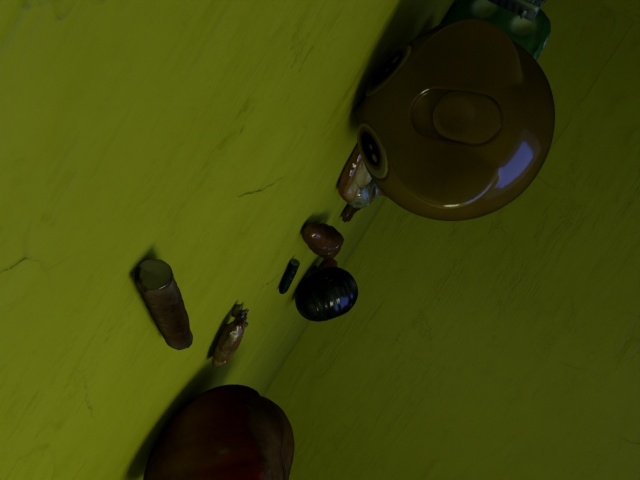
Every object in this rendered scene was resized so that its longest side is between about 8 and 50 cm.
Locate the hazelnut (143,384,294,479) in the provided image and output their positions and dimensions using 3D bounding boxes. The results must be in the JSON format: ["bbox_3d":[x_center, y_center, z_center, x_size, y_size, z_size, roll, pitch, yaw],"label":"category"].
[{"bbox_3d":[-0.231,0.523,1.149,0.359,0.359,0.409,-56,176,-11],"label":"hazelnut"}]

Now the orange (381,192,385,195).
[{"bbox_3d":[0.278,-0.255,1.732,0.224,0.170,0.224,-58,171,-14],"label":"orange"}]

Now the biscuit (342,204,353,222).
[{"bbox_3d":[0.128,-0.133,1.778,0.205,0.031,0.138,-48,167,-50],"label":"biscuit"}]

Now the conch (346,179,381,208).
[{"bbox_3d":[0.124,-0.154,1.461,0.173,0.106,0.116,31,72,-68],"label":"conch"}]

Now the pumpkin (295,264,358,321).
[{"bbox_3d":[0.017,0.191,1.791,0.250,0.216,0.250,-25,168,-6],"label":"pumpkin"}]

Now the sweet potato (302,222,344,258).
[{"bbox_3d":[0.015,0.000,1.389,0.354,0.106,0.095,64,25,-81],"label":"sweet potato"}]

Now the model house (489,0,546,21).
[{"bbox_3d":[0.418,-0.622,1.024,0.198,0.224,0.215,-50,168,-45],"label":"model house"}]

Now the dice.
[{"bbox_3d":[0.499,-0.560,1.465,0.297,0.300,0.287,-57,170,-4],"label":"dice"}]

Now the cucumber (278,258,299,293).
[{"bbox_3d":[-0.093,0.109,1.382,0.032,0.032,0.133,-47,166,-51],"label":"cucumber"}]

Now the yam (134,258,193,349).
[{"bbox_3d":[-0.206,0.100,0.652,0.046,0.046,0.264,-53,170,-28],"label":"yam"}]

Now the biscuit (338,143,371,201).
[{"bbox_3d":[0.144,-0.243,1.313,0.299,0.045,0.154,-50,150,4],"label":"biscuit"}]

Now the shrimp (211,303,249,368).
[{"bbox_3d":[-0.206,0.212,1.100,0.187,0.052,0.132,-57,-168,33],"label":"shrimp"}]

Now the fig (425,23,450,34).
[{"bbox_3d":[0.282,-0.446,1.270,0.257,0.159,0.159,-39,-177,32],"label":"fig"}]

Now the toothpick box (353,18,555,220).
[{"bbox_3d":[0.277,-0.243,1.029,0.408,0.409,0.425,-60,173,12],"label":"toothpick box"}]

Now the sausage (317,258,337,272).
[{"bbox_3d":[0.009,0.141,1.979,0.169,0.065,0.065,-49,168,-43],"label":"sausage"}]
